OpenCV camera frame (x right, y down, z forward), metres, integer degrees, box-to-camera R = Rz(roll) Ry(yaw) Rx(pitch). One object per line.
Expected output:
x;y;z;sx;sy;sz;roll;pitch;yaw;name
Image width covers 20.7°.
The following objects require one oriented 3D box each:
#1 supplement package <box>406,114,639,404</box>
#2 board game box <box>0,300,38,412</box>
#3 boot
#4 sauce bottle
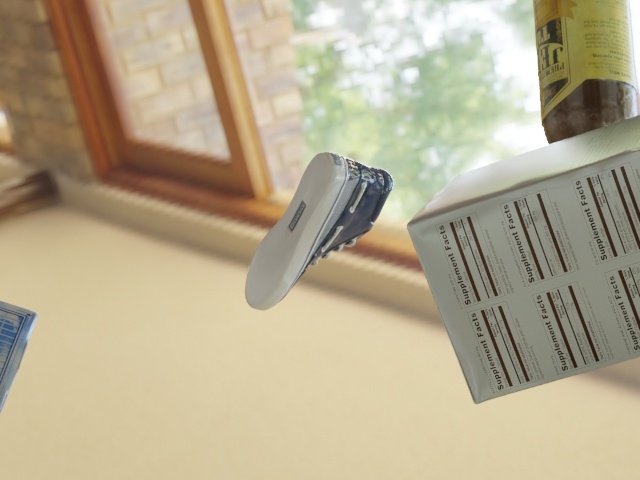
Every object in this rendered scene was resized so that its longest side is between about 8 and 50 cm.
0.202;0.005;1.331;0.203;0.149;0.194;-18;-172;20;supplement package
-0.228;0.051;0.776;0.194;0.194;0.060;-20;-137;41;board game box
0.000;0.000;1.796;0.086;0.190;0.069;15;-150;-35;boot
0.296;-0.171;1.941;0.111;0.344;0.111;-1;160;0;sauce bottle
